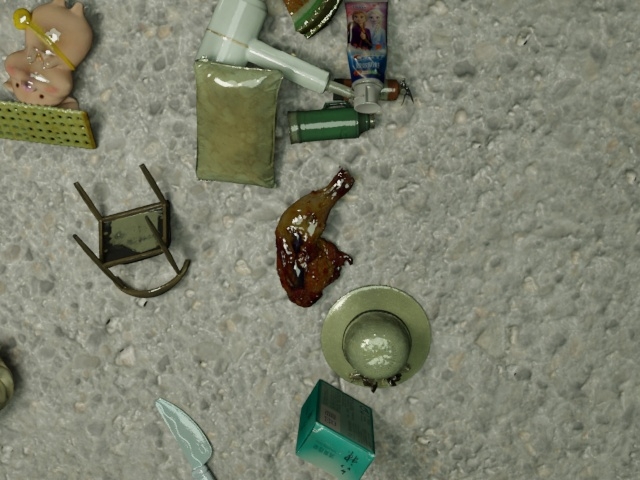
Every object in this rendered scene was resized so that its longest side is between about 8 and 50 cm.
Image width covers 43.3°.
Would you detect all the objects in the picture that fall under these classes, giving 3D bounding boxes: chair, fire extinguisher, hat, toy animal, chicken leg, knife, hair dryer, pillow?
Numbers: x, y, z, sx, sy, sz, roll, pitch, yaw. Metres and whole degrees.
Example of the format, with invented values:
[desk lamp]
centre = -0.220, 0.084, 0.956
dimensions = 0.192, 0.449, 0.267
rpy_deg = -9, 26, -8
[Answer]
[chair]
centre = -0.412, -0.012, 1.771
dimensions = 0.188, 0.166, 0.272
rpy_deg = -14, 142, 3
[fire extinguisher]
centre = 0.116, -0.323, 1.750
dimensions = 0.177, 0.050, 0.062
rpy_deg = 2, 114, 2
[hat]
centre = 0.126, 0.237, 1.814
dimensions = 0.257, 0.130, 0.257
rpy_deg = 0, 101, 2
[toy animal]
centre = -0.574, -0.397, 1.704
dimensions = 0.165, 0.149, 0.248
rpy_deg = 30, 107, 4
[chicken leg]
centre = -0.012, -0.003, 1.804
dimensions = 0.177, 0.083, 0.323
rpy_deg = -1, 102, -8
[knife]
centre = -0.293, 0.515, 1.923
dimensions = 0.080, 0.044, 0.331
rpy_deg = -23, 96, 6
[hair dryer]
centre = -0.073, -0.384, 1.707
dimensions = 0.357, 0.107, 0.173
rpy_deg = 25, 102, -1
[pillow]
centre = -0.176, -0.243, 1.710
dimensions = 0.184, 0.075, 0.303
rpy_deg = 8, 129, 2

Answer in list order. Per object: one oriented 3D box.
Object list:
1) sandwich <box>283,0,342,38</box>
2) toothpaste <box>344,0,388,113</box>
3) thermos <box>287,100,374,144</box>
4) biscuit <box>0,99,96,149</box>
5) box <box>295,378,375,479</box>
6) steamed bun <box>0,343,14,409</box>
[sandwich]
centre = -0.011, -0.549, 1.669
dimensions = 0.159, 0.079, 0.235
rpy_deg = 43, 119, 2
[toothpaste]
centre = 0.098, -0.400, 1.698
dimensions = 0.096, 0.061, 0.266
rpy_deg = 0, 75, 0
[thermos]
centre = 0.024, -0.254, 1.759
dimensions = 0.187, 0.083, 0.073
rpy_deg = -4, 122, 0
[biscuit]
centre = -0.608, -0.249, 1.746
dimensions = 0.231, 0.139, 0.016
rpy_deg = 7, 60, 0
[box]
centre = 0.035, 0.422, 1.791
dimensions = 0.153, 0.245, 0.092
rpy_deg = 30, 101, -4
[steamed bun]
centre = -0.786, 0.320, 1.844
dimensions = 0.218, 0.144, 0.211
rpy_deg = 34, 92, 25
